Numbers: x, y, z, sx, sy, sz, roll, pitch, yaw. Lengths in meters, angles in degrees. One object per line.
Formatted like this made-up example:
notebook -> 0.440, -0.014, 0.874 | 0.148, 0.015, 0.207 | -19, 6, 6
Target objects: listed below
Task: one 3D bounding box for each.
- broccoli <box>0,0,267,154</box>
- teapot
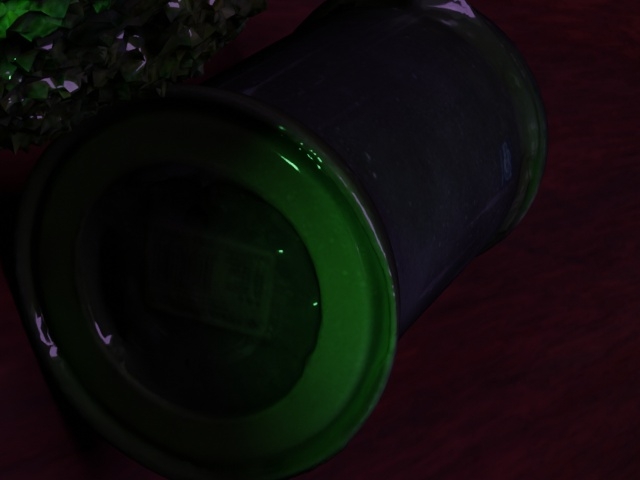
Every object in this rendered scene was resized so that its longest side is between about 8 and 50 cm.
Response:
broccoli -> -0.135, -0.184, 0.593 | 0.321, 0.310, 0.413 | 40, 87, -18
teapot -> 0.000, 0.000, 0.978 | 0.337, 0.200, 0.270 | -41, 140, -60
